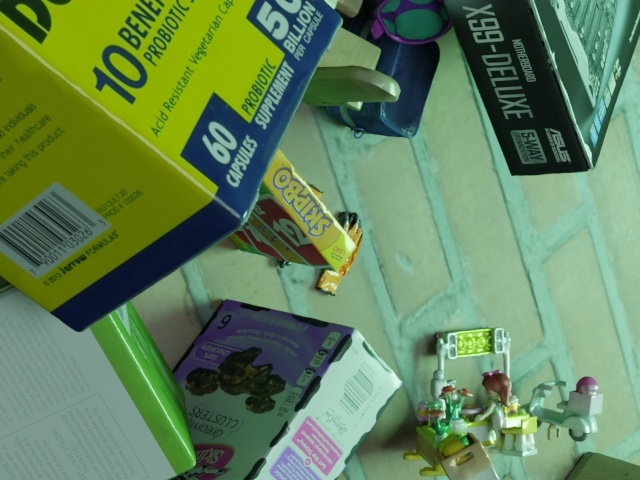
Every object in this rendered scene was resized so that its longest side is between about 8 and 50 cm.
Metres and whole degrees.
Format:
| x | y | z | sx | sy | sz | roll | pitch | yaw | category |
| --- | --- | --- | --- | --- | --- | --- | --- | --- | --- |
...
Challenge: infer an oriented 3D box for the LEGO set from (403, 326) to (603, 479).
| x | y | z | sx | sy | sz | roll | pitch | yaw | category |
| --- | --- | --- | --- | --- | --- | --- | --- | --- | --- |
| 0.134 | 0.135 | 1.522 | 0.287 | 0.132 | 0.107 | -5 | 95 | -61 | LEGO set |

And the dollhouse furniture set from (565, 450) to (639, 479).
| x | y | z | sx | sy | sz | roll | pitch | yaw | category |
| --- | --- | --- | --- | --- | --- | --- | --- | --- | --- |
| 0.261 | 0.411 | 1.587 | 0.394 | 0.256 | 0.362 | -50 | 124 | -22 | dollhouse furniture set |

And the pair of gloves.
| x | y | z | sx | sy | sz | roll | pitch | yaw | category |
| --- | --- | --- | --- | --- | --- | --- | --- | --- | --- |
| 0.000 | 0.000 | 1.469 | 0.083 | 0.010 | 0.074 | 31 | 77 | -37 | pair of gloves |

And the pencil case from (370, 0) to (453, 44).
| x | y | z | sx | sy | sz | roll | pitch | yaw | category |
| --- | --- | --- | --- | --- | --- | --- | --- | --- | --- |
| 0.071 | -0.232 | 1.420 | 0.064 | 0.070 | 0.151 | 61 | 23 | -54 | pencil case |

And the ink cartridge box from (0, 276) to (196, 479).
| x | y | z | sx | sy | sz | roll | pitch | yaw | category |
| --- | --- | --- | --- | --- | --- | --- | --- | --- | --- |
| -0.243 | 0.119 | 1.244 | 0.255 | 0.097 | 0.188 | -25 | 117 | 3 | ink cartridge box |

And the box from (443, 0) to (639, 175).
| x | y | z | sx | sy | sz | roll | pitch | yaw | category |
| --- | --- | --- | --- | --- | --- | --- | --- | --- | --- |
| 0.193 | -0.242 | 1.463 | 0.242 | 0.077 | 0.307 | 65 | 36 | -35 | box |

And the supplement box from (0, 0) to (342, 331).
| x | y | z | sx | sy | sz | roll | pitch | yaw | category |
| --- | --- | --- | --- | --- | --- | --- | --- | --- | --- |
| -0.198 | -0.146 | 1.070 | 0.356 | 0.195 | 0.194 | 39 | 48 | -18 | supplement box |

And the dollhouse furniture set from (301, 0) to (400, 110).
| x | y | z | sx | sy | sz | roll | pitch | yaw | category |
| --- | --- | --- | --- | --- | --- | --- | --- | --- | --- |
| -0.016 | -0.312 | 1.275 | 0.303 | 0.174 | 0.355 | 25 | 80 | -31 | dollhouse furniture set |

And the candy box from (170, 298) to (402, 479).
| x | y | z | sx | sy | sz | roll | pitch | yaw | category |
| --- | --- | --- | --- | --- | --- | --- | --- | --- | --- |
| -0.060 | 0.149 | 1.342 | 0.070 | 0.165 | 0.196 | 49 | 66 | -33 | candy box |

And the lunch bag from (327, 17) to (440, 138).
| x | y | z | sx | sy | sz | roll | pitch | yaw | category |
| --- | --- | --- | --- | --- | --- | --- | --- | --- | --- |
| 0.047 | -0.129 | 1.454 | 0.067 | 0.065 | 0.098 | 30 | 76 | -54 | lunch bag |

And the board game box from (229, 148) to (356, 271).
| x | y | z | sx | sy | sz | roll | pitch | yaw | category |
| --- | --- | --- | --- | --- | --- | --- | --- | --- | --- |
| -0.085 | -0.078 | 1.313 | 0.039 | 0.124 | 0.259 | -50 | 124 | -21 | board game box |
